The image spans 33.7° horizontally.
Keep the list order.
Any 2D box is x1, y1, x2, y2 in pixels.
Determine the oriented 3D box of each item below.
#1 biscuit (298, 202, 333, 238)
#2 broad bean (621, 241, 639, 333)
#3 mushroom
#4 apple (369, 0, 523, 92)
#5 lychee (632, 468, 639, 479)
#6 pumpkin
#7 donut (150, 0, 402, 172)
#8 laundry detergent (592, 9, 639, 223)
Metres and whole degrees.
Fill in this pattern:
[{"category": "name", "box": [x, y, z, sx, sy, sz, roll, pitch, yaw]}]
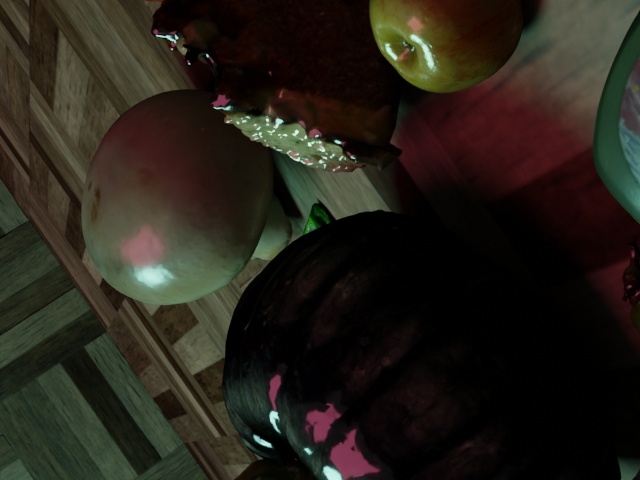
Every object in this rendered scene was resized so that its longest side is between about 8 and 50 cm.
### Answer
[{"category": "biscuit", "box": [0.000, 0.000, 0.969, 0.046, 0.016, 0.089, 51, 160, 11]}, {"category": "broad bean", "box": [0.221, 0.049, 0.496, 0.227, 0.039, 0.069, 17, 132, 61]}, {"category": "mushroom", "box": [-0.111, -0.033, 0.973, 0.204, 0.204, 0.204, 46, 159, 24]}, {"category": "apple", "box": [0.063, -0.117, 0.548, 0.084, 0.071, 0.084, 48, 161, 22]}, {"category": "lychee", "box": [0.215, 0.243, 0.485, 0.300, 0.300, 0.300, 46, 159, 24]}, {"category": "pumpkin", "box": [0.041, 0.135, 0.709, 0.296, 0.296, 0.296, 46, 159, 24]}, {"category": "donut", "box": [-0.023, -0.129, 0.686, 0.186, 0.144, 0.126, 24, 167, -4]}, {"category": "laundry detergent", "box": [0.180, -0.062, 0.381, 0.137, 0.063, 0.211, 46, 157, 19]}]
